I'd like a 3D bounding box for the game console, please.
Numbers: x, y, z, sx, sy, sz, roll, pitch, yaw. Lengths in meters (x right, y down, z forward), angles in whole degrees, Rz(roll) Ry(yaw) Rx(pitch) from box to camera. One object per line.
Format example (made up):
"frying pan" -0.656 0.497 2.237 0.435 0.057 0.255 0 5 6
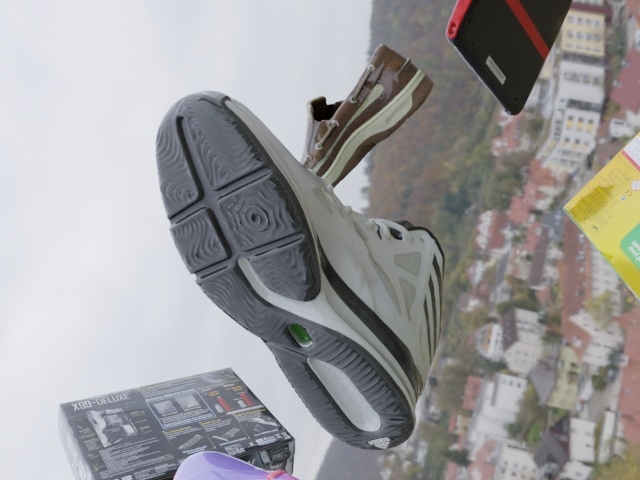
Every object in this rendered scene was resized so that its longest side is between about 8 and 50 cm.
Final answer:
"game console" 0.415 -0.495 1.569 0.386 0.060 0.342 27 -91 -52

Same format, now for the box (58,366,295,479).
"box" -0.231 0.315 1.151 0.242 0.307 0.077 32 123 51

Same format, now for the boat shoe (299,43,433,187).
"boat shoe" 0.018 -0.138 0.895 0.257 0.095 0.095 -42 11 30

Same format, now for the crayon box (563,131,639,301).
"crayon box" 0.403 0.006 0.761 0.165 0.081 0.279 -50 42 26

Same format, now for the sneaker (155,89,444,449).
"sneaker" -0.001 0.001 0.866 0.448 0.169 0.257 58 -144 -15

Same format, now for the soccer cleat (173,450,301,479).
"soccer cleat" 0.015 0.170 0.378 0.083 0.248 0.095 28 -89 -48
